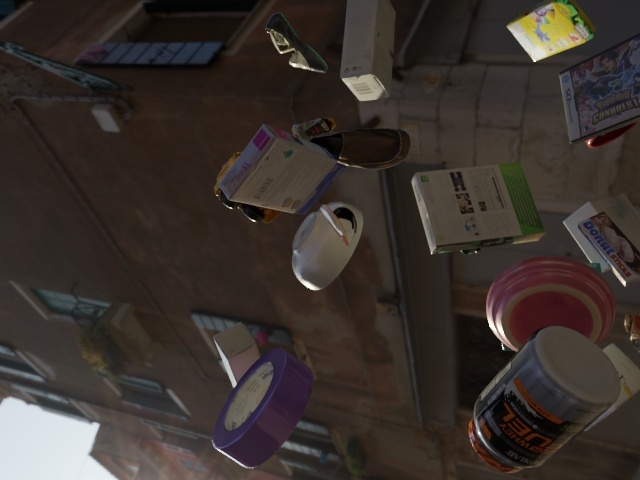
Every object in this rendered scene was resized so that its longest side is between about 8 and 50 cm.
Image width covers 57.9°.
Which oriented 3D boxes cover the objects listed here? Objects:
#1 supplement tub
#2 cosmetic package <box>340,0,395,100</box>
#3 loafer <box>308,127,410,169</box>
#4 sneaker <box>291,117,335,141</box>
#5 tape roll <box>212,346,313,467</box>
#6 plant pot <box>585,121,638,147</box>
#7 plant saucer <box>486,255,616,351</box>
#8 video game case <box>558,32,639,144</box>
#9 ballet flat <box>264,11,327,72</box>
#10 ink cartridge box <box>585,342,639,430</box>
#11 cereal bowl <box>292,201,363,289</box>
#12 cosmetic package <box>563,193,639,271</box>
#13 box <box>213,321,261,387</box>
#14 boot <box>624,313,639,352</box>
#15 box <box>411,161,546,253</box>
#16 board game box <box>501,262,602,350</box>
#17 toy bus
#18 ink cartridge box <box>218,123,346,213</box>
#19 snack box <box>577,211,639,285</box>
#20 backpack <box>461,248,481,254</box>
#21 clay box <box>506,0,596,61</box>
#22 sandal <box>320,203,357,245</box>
[{"bbox_3d":[0.452,0.344,1.217,0.193,0.193,0.316,-56,-9,-51],"label":"supplement tub"},{"bbox_3d":[0.112,-0.450,1.323,0.117,0.085,0.231,29,-116,-59],"label":"cosmetic package"},{"bbox_3d":[0.113,-0.301,1.911,0.130,0.366,0.134,-2,-91,-65],"label":"loafer"},{"bbox_3d":[-0.025,-0.407,2.113,0.225,0.092,0.088,-39,-73,-50],"label":"sneaker"},{"bbox_3d":[-0.139,0.394,1.384,0.090,0.275,0.275,40,-133,-15],"label":"tape roll"},{"bbox_3d":[0.955,-0.436,1.965,0.174,0.191,0.191,64,-171,22],"label":"plant pot"},{"bbox_3d":[0.619,0.203,1.568,0.084,0.332,0.332,-59,-30,-57],"label":"plant saucer"},{"bbox_3d":[0.866,-0.453,1.746,0.035,0.275,0.248,7,-107,-35],"label":"video game case"},{"bbox_3d":[-0.071,-0.504,1.524,0.203,0.074,0.074,48,-147,-5],"label":"ballet flat"},{"bbox_3d":[0.939,0.492,1.949,0.232,0.168,0.171,-17,-34,-34],"label":"ink cartridge box"},{"bbox_3d":[0.000,0.000,2.083,0.339,0.141,0.339,-49,23,29],"label":"cereal bowl"},{"bbox_3d":[1.028,-0.028,2.044,0.224,0.224,0.138,-13,-25,-31],"label":"cosmetic package"},{"bbox_3d":[-0.218,0.378,1.685,0.094,0.113,0.275,-26,-47,-19],"label":"box"},{"bbox_3d":[0.972,0.277,1.730,0.158,0.084,0.059,-65,-25,-56],"label":"boot"},{"bbox_3d":[0.436,-0.094,1.609,0.058,0.322,0.232,101,160,-65],"label":"box"},{"bbox_3d":[0.730,0.205,1.823,0.336,0.253,0.079,-57,-46,-41],"label":"board game box"},{"bbox_3d":[-0.212,-0.185,1.676,0.149,0.211,0.220,-46,-44,16],"label":"toy bus"},{"bbox_3d":[-0.082,-0.161,1.406,0.186,0.065,0.311,-49,-29,19],"label":"ink cartridge box"},{"bbox_3d":[0.633,0.015,1.248,0.022,0.064,0.178,58,-171,-48],"label":"snack box"},{"bbox_3d":[0.504,-0.073,1.917,0.144,0.165,0.188,-107,-9,-47],"label":"backpack"},{"bbox_3d":[0.579,-0.534,1.440,0.053,0.127,0.222,-48,15,-10],"label":"clay box"},{"bbox_3d":[0.071,-0.059,1.735,0.076,0.102,0.265,-37,-18,0],"label":"sandal"}]
